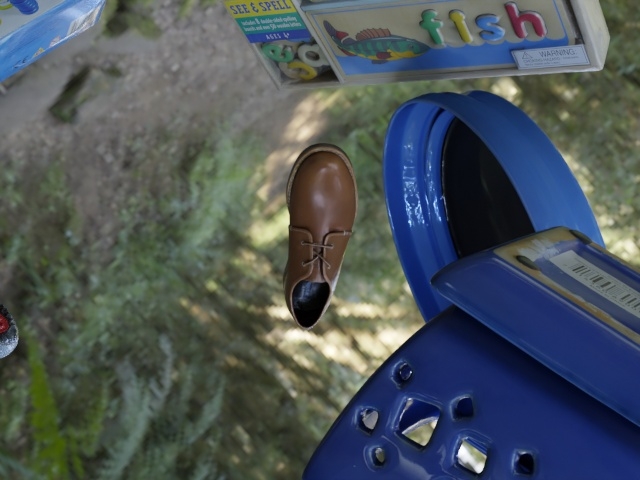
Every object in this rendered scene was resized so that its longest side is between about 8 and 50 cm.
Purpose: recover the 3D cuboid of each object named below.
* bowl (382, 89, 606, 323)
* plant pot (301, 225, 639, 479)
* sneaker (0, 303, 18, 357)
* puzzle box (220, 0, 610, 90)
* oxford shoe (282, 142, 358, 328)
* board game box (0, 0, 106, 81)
[{"bbox_3d":[0.192,0.017,1.328,0.077,0.391,0.391,-21,171,-17],"label":"bowl"},{"bbox_3d":[0.164,0.124,0.832,0.236,0.236,0.212,-13,133,-60],"label":"plant pot"},{"bbox_3d":[-0.484,0.141,1.500,0.262,0.125,0.104,-5,-146,17],"label":"sneaker"},{"bbox_3d":[0.077,-0.276,1.278,0.409,0.272,0.052,0,-126,30],"label":"puzzle box"},{"bbox_3d":[0.000,0.000,1.239,0.076,0.076,0.212,-92,-174,-55],"label":"oxford shoe"},{"bbox_3d":[-0.400,-0.259,1.082,0.308,0.302,0.086,-43,175,-37],"label":"board game box"}]
